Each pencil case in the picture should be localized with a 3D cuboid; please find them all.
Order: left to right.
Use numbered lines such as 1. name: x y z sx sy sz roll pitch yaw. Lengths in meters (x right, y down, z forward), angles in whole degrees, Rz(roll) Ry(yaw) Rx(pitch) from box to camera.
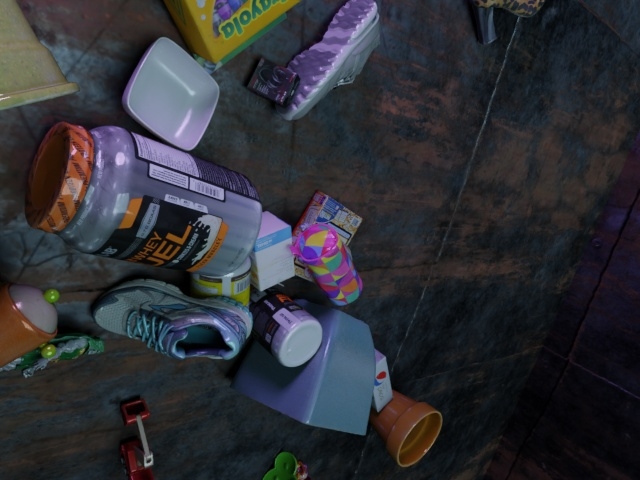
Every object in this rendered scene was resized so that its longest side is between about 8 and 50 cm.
1. pencil case: 0.019 0.056 1.082 0.104 0.104 0.236 -47 144 -12

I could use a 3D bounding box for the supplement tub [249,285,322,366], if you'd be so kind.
1. supplement tub: -0.094 0.175 1.067 0.117 0.190 0.116 -22 127 -33

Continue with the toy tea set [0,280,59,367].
1. toy tea set: -0.467 0.022 0.645 0.124 0.200 0.336 -38 128 -11

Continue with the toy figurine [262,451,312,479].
1. toy figurine: -0.078 0.705 1.461 0.159 0.130 0.173 34 64 -60

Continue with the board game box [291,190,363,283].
1. board game box: 0.000 0.000 1.161 0.147 0.045 0.193 29 92 -47

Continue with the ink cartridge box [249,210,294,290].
1. ink cartridge box: -0.118 0.029 1.036 0.090 0.092 0.143 -23 126 -32

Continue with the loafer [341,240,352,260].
1. loafer: 0.041 0.012 1.140 0.125 0.045 0.039 47 41 -47

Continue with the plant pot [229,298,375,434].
1. plant pot: -0.011 0.283 1.175 0.248 0.247 0.252 34 72 -47

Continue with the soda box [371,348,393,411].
1. soda box: 0.166 0.429 1.533 0.074 0.069 0.216 -34 132 -24

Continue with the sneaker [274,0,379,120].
1. sneaker: 0.030 -0.329 0.963 0.281 0.105 0.115 -48 143 -6

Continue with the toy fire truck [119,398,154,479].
1. toy fire truck: -0.364 0.437 1.008 0.047 0.192 0.135 -8 146 -38

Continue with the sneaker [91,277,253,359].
1. sneaker: -0.265 0.145 0.872 0.283 0.122 0.110 7 113 -3

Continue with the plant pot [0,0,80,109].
1. plant pot: -0.435 -0.248 0.502 0.276 0.276 0.253 -26 116 -30

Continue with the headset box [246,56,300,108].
1. headset box: -0.088 -0.288 0.902 0.062 0.083 0.032 -62 172 4

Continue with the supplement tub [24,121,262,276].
1. supplement tub: -0.266 -0.057 0.781 0.316 0.194 0.193 17 101 -45

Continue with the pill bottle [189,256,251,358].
1. pill bottle: -0.202 0.127 0.996 0.117 0.117 0.214 -13 121 -37

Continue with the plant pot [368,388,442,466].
1. plant pot: 0.257 0.586 1.615 0.205 0.188 0.205 -20 125 -32

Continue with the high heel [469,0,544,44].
1. high heel: 0.470 -0.626 1.198 0.261 0.093 0.186 -43 141 -4

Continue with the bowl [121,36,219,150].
1. bowl: -0.242 -0.227 0.790 0.142 0.053 0.142 37 66 -46

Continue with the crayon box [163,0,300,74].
1. crayon box: -0.146 -0.420 0.737 0.203 0.083 0.322 -43 144 -16

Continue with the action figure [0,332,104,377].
1. action figure: -0.468 0.186 0.806 0.232 0.137 0.063 -3 70 -46
